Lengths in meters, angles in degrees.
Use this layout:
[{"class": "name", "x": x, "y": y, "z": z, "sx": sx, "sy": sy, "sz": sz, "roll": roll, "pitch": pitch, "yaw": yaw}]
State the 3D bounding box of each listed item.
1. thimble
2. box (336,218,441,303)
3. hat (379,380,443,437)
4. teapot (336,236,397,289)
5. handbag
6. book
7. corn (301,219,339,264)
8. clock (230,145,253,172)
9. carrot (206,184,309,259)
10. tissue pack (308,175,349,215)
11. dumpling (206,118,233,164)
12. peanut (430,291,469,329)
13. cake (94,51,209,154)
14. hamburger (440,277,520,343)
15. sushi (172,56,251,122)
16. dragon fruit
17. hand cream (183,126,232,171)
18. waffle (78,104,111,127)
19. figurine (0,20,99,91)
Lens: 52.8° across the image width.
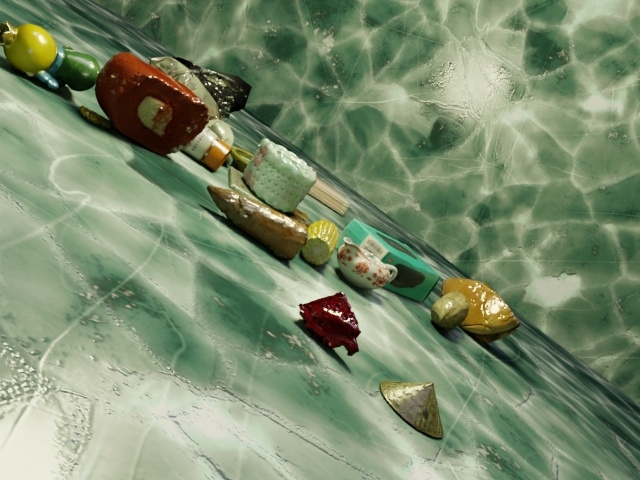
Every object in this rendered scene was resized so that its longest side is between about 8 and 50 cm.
[{"class": "thimble", "x": -0.126, "y": -0.195, "z": 1.922, "sx": 0.211, "sy": 0.149, "sz": 0.185, "roll": 40, "pitch": 15, "yaw": 15}, {"class": "box", "x": 0.217, "y": 0.067, "z": 2.052, "sx": 0.311, "sy": 0.118, "sz": 0.205, "roll": 25, "pitch": 17, "yaw": -44}, {"class": "hat", "x": 0.185, "y": 0.284, "z": 1.178, "sx": 0.146, "sy": 0.067, "sz": 0.146, "roll": 34, "pitch": 11, "yaw": -8}, {"class": "teapot", "x": 0.124, "y": 0.073, "z": 1.770, "sx": 0.159, "sy": 0.116, "sz": 0.245, "roll": 29, "pitch": 6, "yaw": 41}, {"class": "handbag", "x": -0.437, "y": -0.485, "z": 2.059, "sx": 0.270, "sy": 0.117, "sz": 0.182, "roll": 47, "pitch": 10, "yaw": 11}, {"class": "book", "x": -0.151, "y": -0.117, "z": 1.960, "sx": 0.295, "sy": 0.020, "sz": 0.208, "roll": 32, "pitch": 12, "yaw": -18}, {"class": "corn", "x": 0.000, "y": 0.000, "z": 1.735, "sx": 0.093, "sy": 0.093, "sz": 0.244, "roll": 36, "pitch": 11, "yaw": -2}, {"class": "clock", "x": -0.214, "y": -0.237, "z": 2.174, "sx": 0.237, "sy": 0.057, "sz": 0.237, "roll": 32, "pitch": 11, "yaw": -7}, {"class": "carrot", "x": -0.152, "y": -0.054, "z": 1.507, "sx": 0.263, "sy": 0.102, "sz": 0.102, "roll": 32, "pitch": 12, "yaw": -14}, {"class": "tissue pack", "x": -0.035, "y": -0.233, "z": 2.654, "sx": 0.325, "sy": 0.071, "sz": 0.170, "roll": 32, "pitch": 10, "yaw": -19}, {"class": "dumpling", "x": -0.324, "y": -0.311, "z": 2.055, "sx": 0.155, "sy": 0.111, "sz": 0.181, "roll": 65, "pitch": 16, "yaw": -5}, {"class": "peanut", "x": 0.399, "y": 0.219, "z": 1.997, "sx": 0.101, "sy": 0.117, "sz": 0.263, "roll": 18, "pitch": 7, "yaw": 21}, {"class": "cake", "x": -0.421, "y": -0.328, "z": 1.600, "sx": 0.151, "sy": 0.177, "sz": 0.283, "roll": 43, "pitch": 12, "yaw": 33}, {"class": "hamburger", "x": 0.541, "y": 0.239, "z": 2.215, "sx": 0.282, "sy": 0.245, "sz": 0.155, "roll": -3, "pitch": -39, "yaw": 25}, {"class": "sushi", "x": -0.423, "y": -0.526, "z": 2.349, "sx": 0.227, "sy": 0.212, "sz": 0.215, "roll": 11, "pitch": 13, "yaw": -41}, {"class": "dragon fruit", "x": 0.013, "y": 0.161, "z": 1.192, "sx": 0.063, "sy": 0.097, "sz": 0.131, "roll": 16, "pitch": 42, "yaw": -52}, {"class": "hand cream", "x": -0.404, "y": -0.322, "z": 1.843, "sx": 0.314, "sy": 0.140, "sz": 0.089, "roll": 41, "pitch": -25, "yaw": -6}, {"class": "waffle", "x": -0.535, "y": -0.293, "z": 1.534, "sx": 0.078, "sy": 0.016, "sz": 0.085, "roll": 44, "pitch": 11, "yaw": 34}, {"class": "figurine", "x": -0.660, "y": -0.438, "z": 1.531, "sx": 0.234, "sy": 0.127, "sz": 0.185, "roll": 9, "pitch": 14, "yaw": -39}]
